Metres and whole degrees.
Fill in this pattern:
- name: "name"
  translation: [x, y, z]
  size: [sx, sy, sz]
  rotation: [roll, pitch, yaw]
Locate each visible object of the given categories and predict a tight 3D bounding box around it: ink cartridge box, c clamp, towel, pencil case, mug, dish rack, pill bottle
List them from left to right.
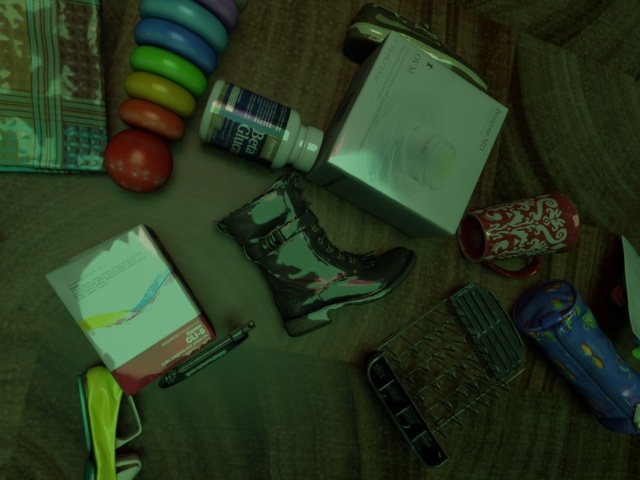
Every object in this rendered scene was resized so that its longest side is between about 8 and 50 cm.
- name: "towel"
  translation: [-0.466, -0.219, 0.537]
  size: [0.370, 0.040, 0.271]
  rotation: [0, 107, -16]
- name: "ink cartridge box"
  translation: [-0.240, 0.083, 0.582]
  size: [0.127, 0.128, 0.176]
  rotation: [-33, 97, -15]
- name: "c clamp"
  translation: [-0.157, 0.156, 0.604]
  size: [0.161, 0.137, 0.022]
  rotation: [-33, 79, -9]
- name: "pill bottle"
  translation: [-0.086, -0.163, 0.652]
  size: [0.169, 0.094, 0.094]
  rotation: [19, 83, -14]
- name: "dish rack"
  translation: [0.221, 0.208, 0.728]
  size: [0.272, 0.074, 0.208]
  rotation: [-33, 97, -9]
- name: "mug"
  translation: [0.339, -0.001, 0.758]
  size: [0.169, 0.113, 0.150]
  rotation: [-9, 89, -12]
- name: "pencil case"
  translation: [0.479, 0.214, 0.778]
  size: [0.119, 0.133, 0.306]
  rotation: [-40, 99, 20]

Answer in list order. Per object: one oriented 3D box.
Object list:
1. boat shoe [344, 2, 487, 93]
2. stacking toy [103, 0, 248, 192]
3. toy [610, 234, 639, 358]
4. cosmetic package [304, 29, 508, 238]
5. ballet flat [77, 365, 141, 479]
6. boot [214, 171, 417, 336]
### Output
- name: "boat shoe"
  translation: [0.172, -0.319, 0.733]
  size: [0.258, 0.095, 0.095]
  rotation: [22, 76, -13]
- name: "stacking toy"
  translation: [-0.217, -0.226, 0.608]
  size: [0.141, 0.141, 0.330]
  rotation: [20, 88, -14]
- name: "toy"
  translation: [0.596, 0.119, 0.831]
  size: [0.137, 0.056, 0.237]
  rotation: [41, 46, -17]
- name: "cosmetic package"
  translation: [0.133, -0.152, 0.692]
  size: [0.225, 0.138, 0.224]
  rotation: [28, 81, -14]
- name: "ballet flat"
  translation: [-0.285, 0.286, 0.594]
  size: [0.077, 0.077, 0.230]
  rotation: [-1, 86, -32]
- name: "boot"
  translation: [0.000, 0.000, 0.672]
  size: [0.263, 0.091, 0.229]
  rotation: [-27, 96, -13]
